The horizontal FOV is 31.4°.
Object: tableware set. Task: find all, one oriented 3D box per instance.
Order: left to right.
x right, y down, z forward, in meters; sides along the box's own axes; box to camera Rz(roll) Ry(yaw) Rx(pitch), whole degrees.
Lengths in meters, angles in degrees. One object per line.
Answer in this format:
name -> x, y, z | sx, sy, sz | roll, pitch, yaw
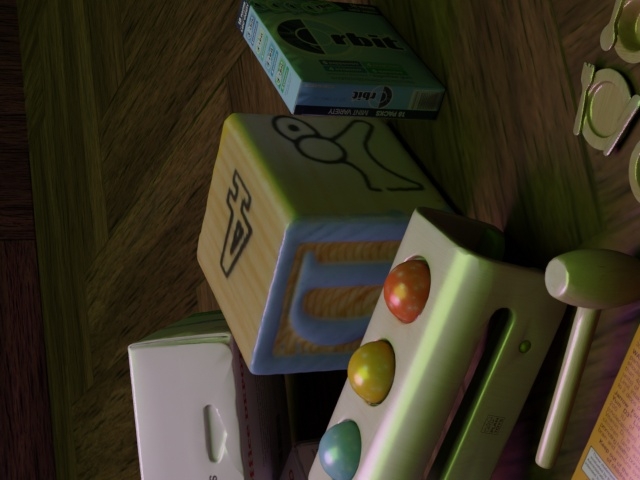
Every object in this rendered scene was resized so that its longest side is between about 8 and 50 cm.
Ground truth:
tableware set -> 0.241, -0.106, 0.833 | 0.169, 0.020, 0.141 | -123, 39, -48

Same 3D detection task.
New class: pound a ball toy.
pound a ball toy -> 0.107, 0.114, 0.942 | 0.319, 0.135, 0.208 | -69, 27, 16

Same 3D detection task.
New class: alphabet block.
alphabet block -> 0.000, 0.000, 1.164 | 0.197, 0.192, 0.193 | -120, 39, -48

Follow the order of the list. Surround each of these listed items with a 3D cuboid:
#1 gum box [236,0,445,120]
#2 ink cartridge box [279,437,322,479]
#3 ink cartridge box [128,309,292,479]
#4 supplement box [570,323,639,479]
gum box -> 0.017, -0.188, 1.155 | 0.184, 0.157, 0.041 | -120, 38, -47
ink cartridge box -> 0.003, 0.350, 1.288 | 0.159, 0.092, 0.218 | -115, 32, -42
ink cartridge box -> -0.117, 0.191, 1.298 | 0.278, 0.117, 0.201 | -20, -76, -82
supplement box -> 0.242, 0.128, 0.773 | 0.080, 0.078, 0.233 | -125, 40, -51
